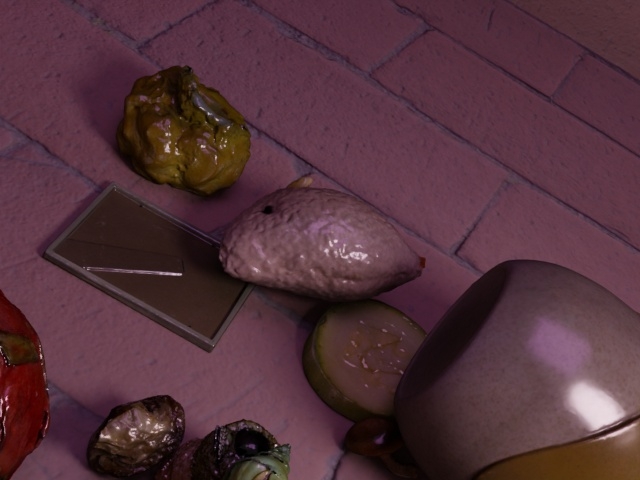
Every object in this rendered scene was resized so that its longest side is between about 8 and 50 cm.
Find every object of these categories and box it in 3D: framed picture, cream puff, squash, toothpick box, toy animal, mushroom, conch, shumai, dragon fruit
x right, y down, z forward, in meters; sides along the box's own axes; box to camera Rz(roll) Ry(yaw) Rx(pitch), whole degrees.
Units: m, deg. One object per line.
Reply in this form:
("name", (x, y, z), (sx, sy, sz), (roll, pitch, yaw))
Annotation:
("framed picture", (-0.274, 0.037, 1.696), (0.324, 0.020, 0.240), (28, 40, 1))
("cream puff", (-0.125, 0.321, 1.358), (0.183, 0.169, 0.183), (16, 42, -15))
("squash", (0.095, 0.210, 1.696), (0.252, 0.049, 0.252), (16, 42, -15))
("toothpick box", (0.365, 0.265, 1.505), (0.425, 0.409, 0.409), (39, 40, -3))
("toy animal", (0.007, 0.001, 1.731), (0.358, 0.188, 0.226), (13, 29, -11))
("mushroom", (0.106, 0.321, 1.567), (0.129, 0.073, 0.088), (31, 6, -1))
("conch", (-0.089, 0.330, 1.238), (0.079, 0.095, 0.201), (46, 43, -29))
("shumai", (-0.258, 0.256, 1.380), (0.139, 0.105, 0.123), (-8, 37, -16))
("dragon fruit", (-0.475, 0.183, 1.228), (0.277, 0.277, 0.342), (-7, 38, -35))
("cream puff", (-0.245, -0.225, 1.868), (0.281, 0.185, 0.282), (13, 44, -13))
